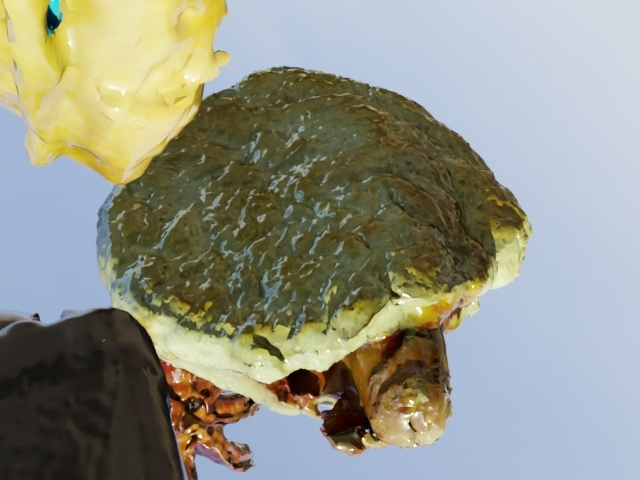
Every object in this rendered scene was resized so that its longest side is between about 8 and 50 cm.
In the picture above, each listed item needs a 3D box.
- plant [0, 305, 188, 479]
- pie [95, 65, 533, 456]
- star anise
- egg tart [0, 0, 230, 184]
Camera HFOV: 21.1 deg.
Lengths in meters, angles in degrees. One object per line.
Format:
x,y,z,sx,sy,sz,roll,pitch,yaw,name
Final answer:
-0.135,0.118,0.777,0.256,0.164,0.141,41,147,48,plant
-0.007,-0.005,1.063,0.257,0.105,0.274,20,-134,13,pie
-0.131,0.159,1.562,0.088,0.288,0.288,18,-178,40,star anise
-0.125,-0.206,0.550,0.169,0.388,0.387,-6,-130,-9,egg tart
